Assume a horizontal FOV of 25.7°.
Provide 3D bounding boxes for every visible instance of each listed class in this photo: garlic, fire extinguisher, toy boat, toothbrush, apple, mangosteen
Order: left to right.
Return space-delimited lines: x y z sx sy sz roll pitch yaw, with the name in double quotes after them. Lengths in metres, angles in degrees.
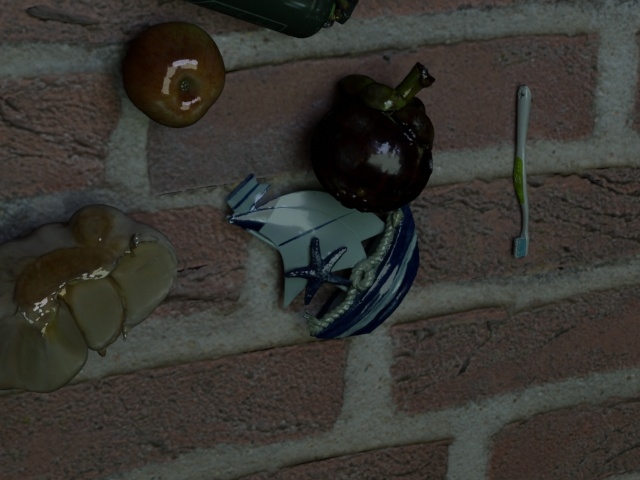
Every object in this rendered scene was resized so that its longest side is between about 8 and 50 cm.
-0.322 0.073 1.693 0.281 0.184 0.203 -45 151 -26 "garlic"
-0.174 -0.201 1.684 0.126 0.102 0.126 -10 113 -23 "apple"
-0.080 -0.316 1.692 0.311 0.114 0.095 15 142 -28 "fire extinguisher"
-0.003 0.030 1.885 0.291 0.070 0.210 7 102 -24 "toy boat"
0.069 -0.126 1.805 0.172 0.172 0.184 14 68 -29 "mangosteen"
0.289 -0.096 1.995 0.026 0.022 0.263 -16 117 -32 "toothbrush"
